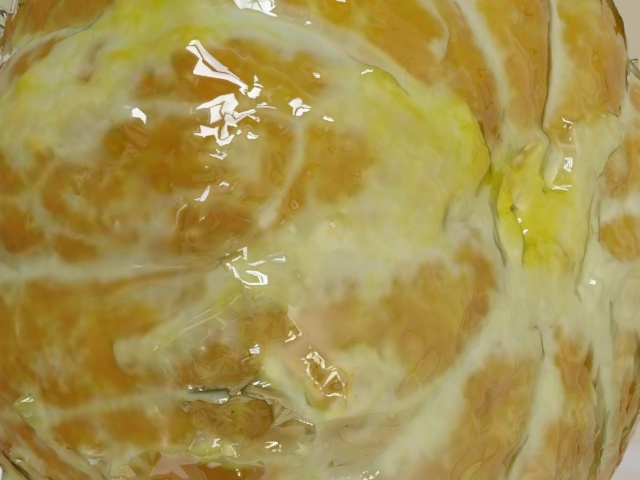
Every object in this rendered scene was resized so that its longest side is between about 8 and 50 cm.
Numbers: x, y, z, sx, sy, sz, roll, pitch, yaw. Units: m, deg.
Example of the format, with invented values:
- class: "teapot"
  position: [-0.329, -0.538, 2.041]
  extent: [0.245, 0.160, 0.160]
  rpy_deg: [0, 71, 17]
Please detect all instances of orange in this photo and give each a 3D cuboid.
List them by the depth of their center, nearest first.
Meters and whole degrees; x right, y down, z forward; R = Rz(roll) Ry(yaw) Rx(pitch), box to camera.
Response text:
- class: "orange"
  position: [0.000, 0.000, 0.674]
  extent: [0.329, 0.249, 0.329]
  rpy_deg: [1, 89, -53]

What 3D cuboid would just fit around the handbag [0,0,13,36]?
- class: "handbag"
  position: [-0.357, -0.095, 1.457]
  extent: [0.315, 0.109, 0.241]
  rpy_deg: [-52, 174, 14]
